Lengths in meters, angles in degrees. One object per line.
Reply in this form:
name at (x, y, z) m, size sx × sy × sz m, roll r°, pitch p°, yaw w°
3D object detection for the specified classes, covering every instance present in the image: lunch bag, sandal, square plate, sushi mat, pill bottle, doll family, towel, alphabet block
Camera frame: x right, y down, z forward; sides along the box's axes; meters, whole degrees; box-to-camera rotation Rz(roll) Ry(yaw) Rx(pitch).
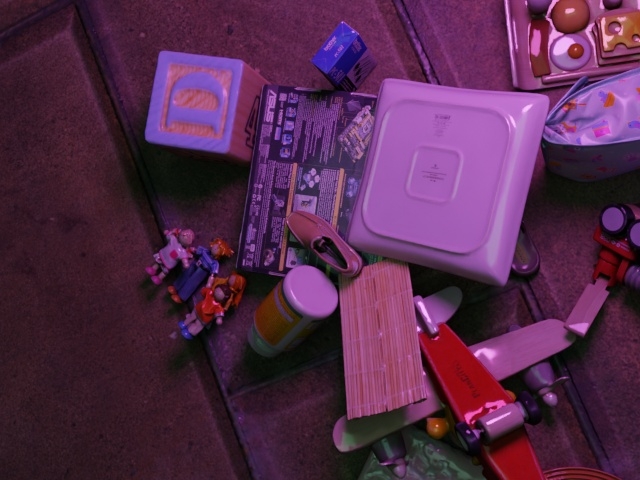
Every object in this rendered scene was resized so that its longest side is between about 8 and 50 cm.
lunch bag at (0.529, -0.206, 1.471) m, size 0.262 × 0.223 × 0.160 m, roll -15°, pitch 77°, yaw 14°
sandal at (0.356, -0.025, 1.584) m, size 0.090 × 0.060 × 0.219 m, roll -30°, pitch 80°, yaw 10°
square plate at (0.213, -0.120, 1.480) m, size 0.347 × 0.049 × 0.344 m, roll 14°, pitch 93°, yaw 34°
sushi mat at (0.107, 0.171, 1.478) m, size 0.151 × 0.019 × 0.316 m, roll -18°, pitch 51°, yaw 19°
pill bottle at (-0.063, 0.149, 1.610) m, size 0.117 × 0.117 × 0.208 m, roll 53°, pitch 134°, yaw 12°
doll family at (-0.246, 0.083, 1.716) m, size 0.163 × 0.118 × 0.263 m, roll -45°, pitch 59°, yaw 13°
towel at (0.212, 0.556, 1.585) m, size 0.332 × 0.053 × 0.317 m, roll 27°, pitch 92°, yaw 13°
alphabet block at (-0.228, -0.267, 1.678) m, size 0.192 × 0.197 × 0.193 m, roll 11°, pitch 89°, yaw 14°

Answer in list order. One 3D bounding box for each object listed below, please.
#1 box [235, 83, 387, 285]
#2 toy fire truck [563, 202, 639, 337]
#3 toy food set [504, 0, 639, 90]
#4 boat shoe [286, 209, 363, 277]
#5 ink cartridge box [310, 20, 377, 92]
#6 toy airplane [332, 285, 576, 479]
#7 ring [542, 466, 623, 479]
box at (0.012, -0.110, 1.659) m, size 0.318 × 0.097 × 0.395 m, roll 7°, pitch 89°, yaw 16°
toy fire truck at (0.574, 0.076, 1.471) m, size 0.217 × 0.158 × 0.246 m, roll 38°, pitch 122°, yaw 42°
toy food set at (0.513, -0.421, 1.545) m, size 0.306 × 0.092 × 0.219 m, roll -7°, pitch 89°, yaw 11°
boat shoe at (0.000, 0.000, 1.561) m, size 0.190 × 0.072 × 0.068 m, roll 36°, pitch 100°, yaw 23°
ink cartridge box at (0.050, -0.356, 1.608) m, size 0.046 × 0.207 × 0.097 m, roll 41°, pitch 96°, yaw 13°
toy airplane at (0.255, 0.282, 1.511) m, size 0.386 × 0.272 × 0.384 m, roll 8°, pitch 49°, yaw 23°
ring at (0.475, 0.590, 1.498) m, size 0.337 × 0.032 × 0.336 m, roll 0°, pitch 91°, yaw 5°
